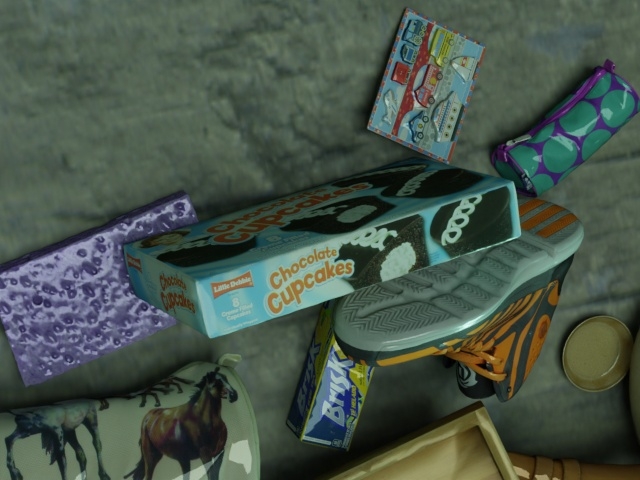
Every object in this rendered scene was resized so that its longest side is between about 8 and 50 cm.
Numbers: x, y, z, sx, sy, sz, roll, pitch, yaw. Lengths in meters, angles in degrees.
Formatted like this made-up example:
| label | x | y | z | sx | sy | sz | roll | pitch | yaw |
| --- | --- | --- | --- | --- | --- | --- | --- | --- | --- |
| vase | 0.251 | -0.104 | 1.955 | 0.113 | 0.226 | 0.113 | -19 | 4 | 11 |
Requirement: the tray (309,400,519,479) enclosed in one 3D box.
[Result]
| label | x | y | z | sx | sy | sz | roll | pitch | yaw |
| --- | --- | --- | --- | --- | --- | --- | --- | --- | --- |
| tray | 0.015 | 0.336 | 1.784 | 0.411 | 0.076 | 0.203 | -25 | 90 | 3 |

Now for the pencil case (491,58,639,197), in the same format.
| label | x | y | z | sx | sy | sz | roll | pitch | yaw |
| --- | --- | --- | --- | --- | --- | --- | --- | --- | --- |
| pencil case | 0.247 | -0.110 | 1.839 | 0.152 | 0.064 | 0.070 | -40 | 126 | -7 |

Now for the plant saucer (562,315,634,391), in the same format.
| label | x | y | z | sx | sy | sz | roll | pitch | yaw |
| --- | --- | --- | --- | --- | --- | --- | --- | --- | --- |
| plant saucer | 0.291 | 0.118 | 1.933 | 0.083 | 0.015 | 0.083 | -4 | 104 | -17 |

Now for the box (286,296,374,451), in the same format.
| label | x | y | z | sx | sy | sz | roll | pitch | yaw |
| --- | --- | --- | --- | --- | --- | --- | --- | --- | --- |
| box | 0.020 | 0.119 | 1.817 | 0.054 | 0.059 | 0.169 | 14 | 97 | -19 |

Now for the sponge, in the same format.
| label | x | y | z | sx | sy | sz | roll | pitch | yaw |
| --- | --- | --- | --- | --- | --- | --- | --- | --- | --- |
| sponge | -0.204 | 0.046 | 1.739 | 0.210 | 0.031 | 0.117 | -23 | 109 | -13 |

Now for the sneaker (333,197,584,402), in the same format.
| label | x | y | z | sx | sy | sz | roll | pitch | yaw |
| --- | --- | --- | --- | --- | --- | --- | --- | --- | --- |
| sneaker | 0.137 | 0.093 | 1.766 | 0.321 | 0.124 | 0.180 | -23 | 131 | -38 |

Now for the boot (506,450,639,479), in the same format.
| label | x | y | z | sx | sy | sz | roll | pitch | yaw |
| --- | --- | --- | --- | --- | --- | --- | --- | --- | --- |
| boot | 0.280 | 0.247 | 1.850 | 0.220 | 0.283 | 0.109 | 26 | 55 | -14 |

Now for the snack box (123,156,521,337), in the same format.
| label | x | y | z | sx | sy | sz | roll | pitch | yaw |
| --- | --- | --- | --- | --- | --- | --- | --- | --- | --- |
| snack box | 0.000 | 0.000 | 1.693 | 0.322 | 0.187 | 0.060 | -18 | 106 | -23 |

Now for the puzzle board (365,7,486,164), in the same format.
| label | x | y | z | sx | sy | sz | roll | pitch | yaw |
| --- | --- | --- | --- | --- | --- | --- | --- | --- | --- |
| puzzle board | 0.106 | -0.151 | 1.794 | 0.096 | 0.011 | 0.128 | 22 | 80 | -22 |

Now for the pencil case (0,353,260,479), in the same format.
| label | x | y | z | sx | sy | sz | roll | pitch | yaw |
| --- | --- | --- | --- | --- | --- | --- | --- | --- | --- |
| pencil case | -0.255 | 0.218 | 1.691 | 0.410 | 0.160 | 0.183 | -10 | 82 | -17 |

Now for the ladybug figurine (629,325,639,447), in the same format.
| label | x | y | z | sx | sy | sz | roll | pitch | yaw |
| --- | --- | --- | --- | --- | --- | --- | --- | --- | --- |
| ladybug figurine | 0.509 | 0.205 | 1.948 | 0.305 | 0.162 | 0.449 | -46 | 112 | -4 |
